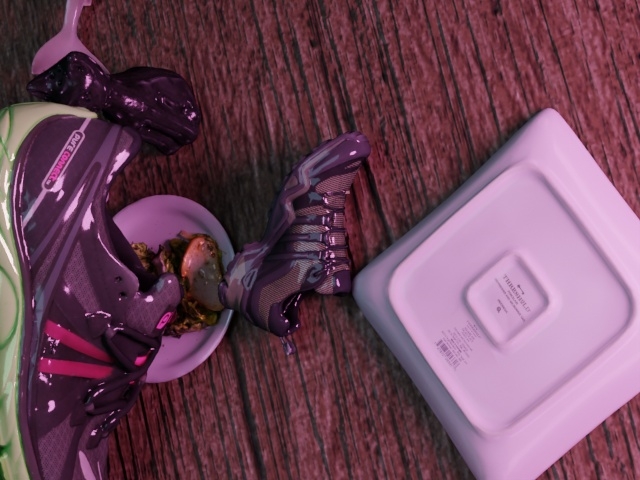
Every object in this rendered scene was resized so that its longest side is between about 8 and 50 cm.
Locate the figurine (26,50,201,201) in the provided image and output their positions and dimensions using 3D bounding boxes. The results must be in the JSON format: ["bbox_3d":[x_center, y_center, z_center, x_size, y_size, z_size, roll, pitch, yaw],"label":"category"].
[{"bbox_3d":[-0.266,-0.114,1.964,0.215,0.209,0.092,-34,67,21],"label":"figurine"}]

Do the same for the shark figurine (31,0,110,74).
[{"bbox_3d":[-0.234,-0.314,2.039,0.278,0.116,0.166,-45,62,13],"label":"shark figurine"}]

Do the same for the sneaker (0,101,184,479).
[{"bbox_3d":[-0.231,0.105,1.862,0.202,0.185,0.483,-4,104,-8],"label":"sneaker"}]

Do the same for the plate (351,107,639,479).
[{"bbox_3d":[0.185,0.058,1.777,0.278,0.045,0.277,-42,65,17],"label":"plate"}]

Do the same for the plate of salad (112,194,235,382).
[{"bbox_3d":[-0.176,0.049,1.979,0.199,0.048,0.200,-5,80,29],"label":"plate of salad"}]

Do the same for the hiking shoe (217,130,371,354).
[{"bbox_3d":[0.000,0.000,1.880,0.114,0.086,0.227,38,107,16],"label":"hiking shoe"}]
